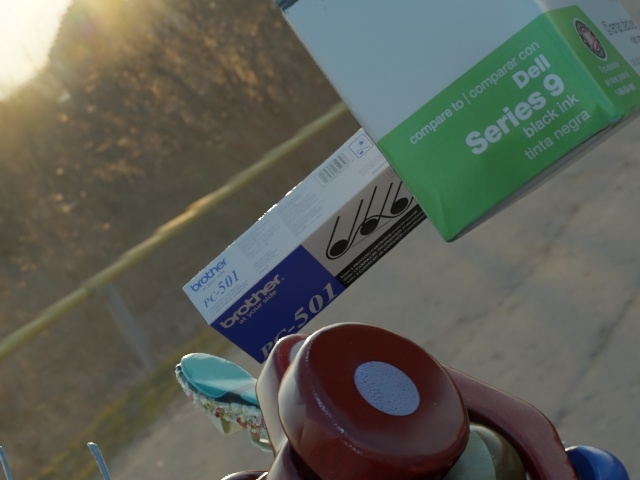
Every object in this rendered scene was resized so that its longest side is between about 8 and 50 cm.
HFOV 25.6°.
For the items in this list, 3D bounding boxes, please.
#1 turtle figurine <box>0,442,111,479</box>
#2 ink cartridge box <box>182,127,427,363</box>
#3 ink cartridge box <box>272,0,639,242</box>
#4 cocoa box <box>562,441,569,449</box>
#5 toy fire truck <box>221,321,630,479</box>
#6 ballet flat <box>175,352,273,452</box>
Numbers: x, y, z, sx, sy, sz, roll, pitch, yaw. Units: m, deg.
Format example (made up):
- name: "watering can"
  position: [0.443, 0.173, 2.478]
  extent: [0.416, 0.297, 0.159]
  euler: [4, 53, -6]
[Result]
- name: "turtle figurine"
  position: [-0.291, 0.376, 1.761]
  extent: [0.266, 0.198, 0.274]
  euler: [13, 66, 27]
- name: "ink cartridge box"
  position: [0.000, 0.000, 1.098]
  extent: [0.207, 0.046, 0.097]
  euler: [-41, -33, 2]
- name: "ink cartridge box"
  position: [0.062, -0.162, 0.814]
  extent: [0.121, 0.289, 0.211]
  euler: [-37, -4, 25]
- name: "cocoa box"
  position: [0.123, 0.389, 1.372]
  extent: [0.228, 0.347, 0.231]
  euler: [-8, -6, -31]
- name: "toy fire truck"
  position: [0.083, 0.182, 0.753]
  extent: [0.254, 0.302, 0.169]
  euler: [9, -50, -29]
- name: "ballet flat"
  position: [-0.088, 0.203, 1.665]
  extent: [0.091, 0.077, 0.241]
  euler: [-17, 25, -41]
